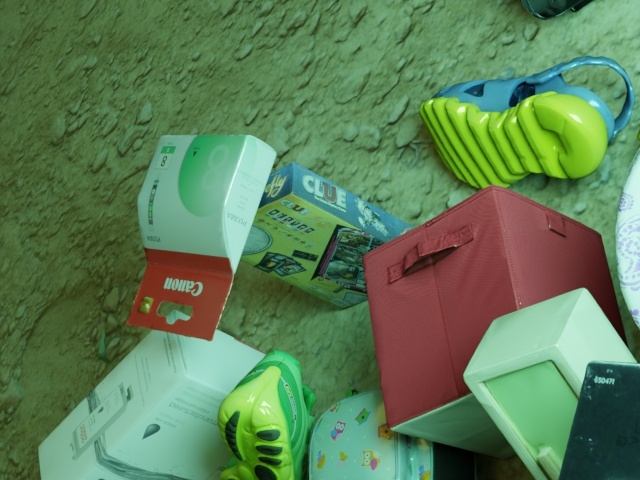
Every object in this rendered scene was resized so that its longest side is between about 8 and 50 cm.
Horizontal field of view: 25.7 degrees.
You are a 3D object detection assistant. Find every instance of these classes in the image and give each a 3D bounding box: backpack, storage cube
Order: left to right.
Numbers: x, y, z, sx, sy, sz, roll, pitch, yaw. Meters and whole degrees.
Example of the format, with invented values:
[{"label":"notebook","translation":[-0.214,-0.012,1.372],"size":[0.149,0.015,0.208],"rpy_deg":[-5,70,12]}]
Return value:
[{"label":"backpack","translation":[0.066,0.244,1.489],"size":[0.188,0.144,0.165],"rpy_deg":[-31,51,46]},{"label":"storage cube","translation":[0.180,0.088,1.398],"size":[0.184,0.215,0.193],"rpy_deg":[-30,54,35]}]

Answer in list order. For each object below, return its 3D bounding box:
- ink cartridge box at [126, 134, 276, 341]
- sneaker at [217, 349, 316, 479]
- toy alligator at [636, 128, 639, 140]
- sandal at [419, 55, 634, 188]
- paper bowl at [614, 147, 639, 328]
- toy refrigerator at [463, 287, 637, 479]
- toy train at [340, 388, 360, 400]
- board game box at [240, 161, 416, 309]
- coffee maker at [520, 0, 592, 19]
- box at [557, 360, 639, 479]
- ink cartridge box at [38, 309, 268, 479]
[{"label":"ink cartridge box","translation":[-0.152,-0.009,1.571],"size":[0.181,0.056,0.224],"rpy_deg":[5,71,51]},{"label":"sneaker","translation":[-0.046,0.224,1.582],"size":[0.109,0.295,0.123],"rpy_deg":[26,60,13]},{"label":"toy alligator","translation":[0.352,-0.098,1.440],"size":[0.051,0.056,0.189],"rpy_deg":[63,-130,-83]},{"label":"sandal","translation":[0.235,-0.137,1.566],"size":[0.138,0.126,0.317],"rpy_deg":[-40,24,-24]},{"label":"paper bowl","translation":[0.393,-0.006,1.182],"size":[0.284,0.284,0.148],"rpy_deg":[-53,-5,12]},{"label":"toy refrigerator","translation":[0.244,0.183,1.199],"size":[0.102,0.269,0.094],"rpy_deg":[-24,19,39]},{"label":"toy train","translation":[0.024,0.214,1.659],"size":[0.024,0.017,0.083],"rpy_deg":[38,98,43]},{"label":"board game box","translation":[0.000,0.000,1.631],"size":[0.165,0.243,0.042],"rpy_deg":[-23,52,40]},{"label":"coffee maker","translation":[0.263,-0.358,1.649],"size":[0.171,0.120,0.178],"rpy_deg":[-54,38,9]},{"label":"box","translation":[0.314,0.278,1.040],"size":[0.183,0.294,0.296],"rpy_deg":[0,68,52]},{"label":"ink cartridge box","translation":[-0.181,0.245,1.724],"size":[0.283,0.207,0.117],"rpy_deg":[-45,38,23]}]
